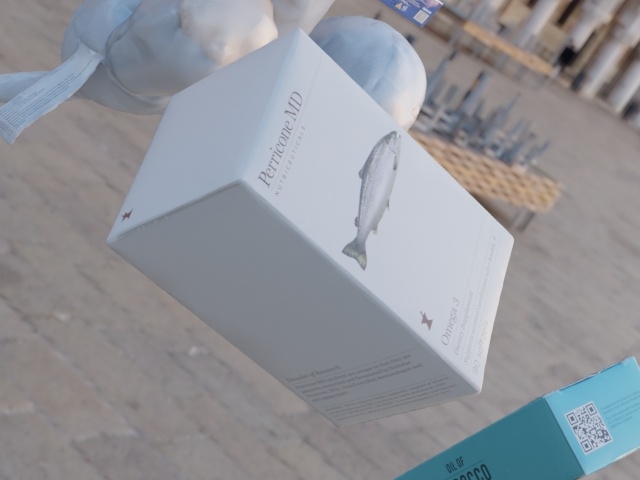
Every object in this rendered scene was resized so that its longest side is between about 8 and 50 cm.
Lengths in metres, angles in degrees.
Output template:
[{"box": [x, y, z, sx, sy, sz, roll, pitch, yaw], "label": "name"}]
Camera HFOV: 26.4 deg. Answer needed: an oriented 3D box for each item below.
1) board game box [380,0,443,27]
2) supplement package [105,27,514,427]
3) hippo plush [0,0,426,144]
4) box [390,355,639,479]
[{"box": [0.024, -0.294, 1.338, 0.201, 0.035, 0.136, 20, 29, -52], "label": "board game box"}, {"box": [0.000, 0.000, 0.702, 0.179, 0.105, 0.105, 41, 49, -29], "label": "supplement package"}, {"box": [-0.039, -0.101, 0.934, 0.236, 0.294, 0.234, 47, -3, -29], "label": "hippo plush"}, {"box": [0.135, 0.168, 1.006, 0.100, 0.244, 0.060, -16, 74, -38], "label": "box"}]
